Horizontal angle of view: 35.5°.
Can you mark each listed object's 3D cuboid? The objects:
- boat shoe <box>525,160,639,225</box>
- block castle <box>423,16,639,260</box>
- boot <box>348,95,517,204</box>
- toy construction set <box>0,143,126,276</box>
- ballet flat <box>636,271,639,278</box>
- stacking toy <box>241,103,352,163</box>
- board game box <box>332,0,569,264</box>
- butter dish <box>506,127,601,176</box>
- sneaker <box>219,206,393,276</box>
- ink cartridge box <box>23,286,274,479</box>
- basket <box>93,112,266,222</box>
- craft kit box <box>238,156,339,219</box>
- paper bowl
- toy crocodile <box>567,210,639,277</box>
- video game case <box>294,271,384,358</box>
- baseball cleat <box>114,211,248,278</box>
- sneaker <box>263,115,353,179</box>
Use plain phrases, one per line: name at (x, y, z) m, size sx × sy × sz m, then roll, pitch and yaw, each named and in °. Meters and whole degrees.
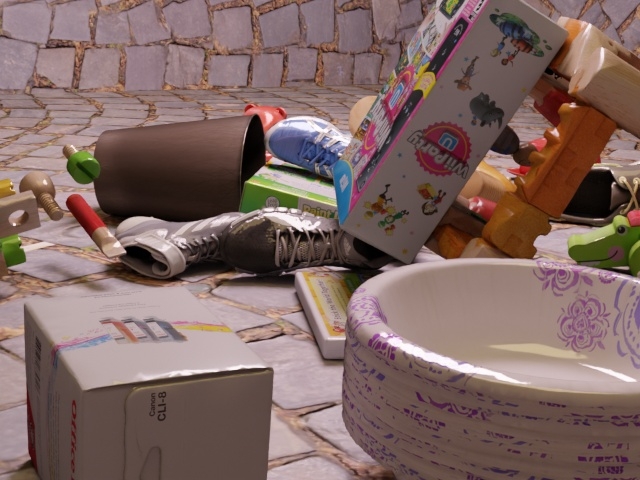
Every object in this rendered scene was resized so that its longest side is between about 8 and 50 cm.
boat shoe at (0.472, -0.073, 1.619) m, size 0.305 × 0.109 × 0.091 m, roll 2°, pitch 14°, yaw 21°
block castle at (0.268, -0.071, 1.150) m, size 0.213 × 0.303 × 0.453 m, roll 29°, pitch 10°, yaw -12°
boot at (0.194, -0.117, 1.606) m, size 0.295 × 0.104 × 0.211 m, roll 38°, pitch 10°, yaw 31°
toy construction set at (-0.347, -0.015, 1.081) m, size 0.309 × 0.257 × 0.237 m, roll 4°, pitch 28°, yaw -42°
ballet flat at (0.375, 0.071, 1.097) m, size 0.091 × 0.077 × 0.241 m, roll 7°, pitch 16°, yaw 10°
stacking toy at (-0.041, -0.158, 1.774) m, size 0.309 × 0.130 × 0.279 m, roll 8°, pitch 15°, yaw 17°
board game box at (0.133, -0.152, 1.151) m, size 0.097 × 0.303 × 0.224 m, roll 28°, pitch 17°, yaw -12°
butter dish at (0.468, -0.166, 1.941) m, size 0.160 × 0.118 × 0.160 m, roll -3°, pitch 17°, yaw -24°
sneaker at (0.000, 0.000, 1.216) m, size 0.228 × 0.086 × 0.132 m, roll -2°, pitch 1°, yaw -23°
ink cartridge box at (-0.125, 0.121, 0.693) m, size 0.127 × 0.128 × 0.176 m, roll -4°, pitch 17°, yaw -26°
basket at (-0.208, -0.103, 1.488) m, size 0.226 × 0.154 × 0.204 m, roll 1°, pitch 40°, yaw 8°
craft kit box at (0.028, -0.054, 1.459) m, size 0.249 × 0.061 × 0.246 m, roll 16°, pitch 13°, yaw 4°
paper bowl at (0.155, 0.118, 0.727) m, size 0.284 × 0.148 × 0.284 m, roll 4°, pitch 15°, yaw -1°
toy crocodile at (0.498, -0.005, 1.319) m, size 0.340 × 0.105 × 0.115 m, roll -3°, pitch 13°, yaw 18°
video game case at (0.088, 0.079, 1.104) m, size 0.206 × 0.026 × 0.227 m, roll 1°, pitch 16°, yaw -9°
baseball cleat at (-0.155, 0.013, 1.251) m, size 0.205 × 0.072 × 0.109 m, roll -3°, pitch 29°, yaw -6°
sneaker at (0.022, -0.130, 1.470) m, size 0.211 × 0.080 × 0.081 m, roll 11°, pitch 14°, yaw -10°
